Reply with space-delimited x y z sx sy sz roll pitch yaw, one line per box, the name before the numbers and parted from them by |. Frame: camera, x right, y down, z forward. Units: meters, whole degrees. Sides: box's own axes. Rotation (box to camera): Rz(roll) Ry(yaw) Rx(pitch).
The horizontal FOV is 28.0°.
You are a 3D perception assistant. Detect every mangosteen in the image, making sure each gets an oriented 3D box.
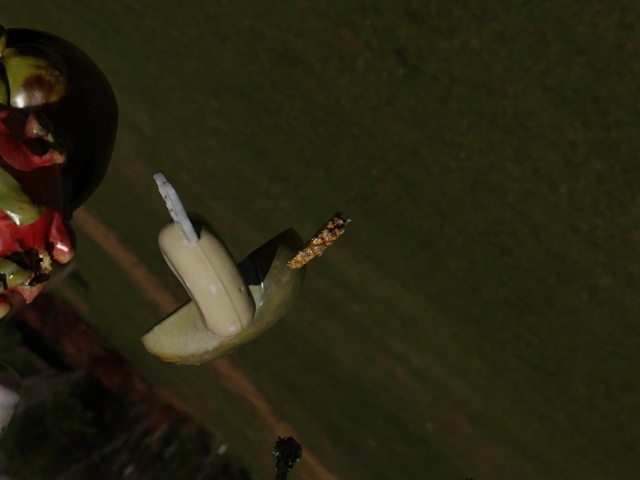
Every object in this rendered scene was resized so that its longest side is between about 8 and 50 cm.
mangosteen | -0.437 -0.155 1.758 0.313 0.297 0.297 12 -169 -41

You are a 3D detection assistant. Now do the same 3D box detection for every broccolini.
broccolini | -0.059 0.362 2.011 0.051 0.054 0.239 8 -170 1

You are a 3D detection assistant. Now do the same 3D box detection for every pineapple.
pineapple | 0.000 0.000 1.394 0.019 0.083 0.045 48 168 -6

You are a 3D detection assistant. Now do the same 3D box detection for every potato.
potato | -0.105 0.084 1.863 0.112 0.269 0.255 52 157 -1

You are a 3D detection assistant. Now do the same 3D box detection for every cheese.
cheese | -0.146 0.023 1.591 0.163 0.071 0.249 55 169 20

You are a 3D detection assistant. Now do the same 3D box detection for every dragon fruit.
dragon fruit | -0.271 -0.035 1.006 0.172 0.160 0.166 38 -166 14

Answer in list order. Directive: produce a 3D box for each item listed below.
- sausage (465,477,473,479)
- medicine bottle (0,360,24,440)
sausage | 0.137 0.303 1.497 0.050 0.048 0.145 3 175 37
medicine bottle | -0.488 0.275 1.340 0.219 0.388 0.219 25 175 2
